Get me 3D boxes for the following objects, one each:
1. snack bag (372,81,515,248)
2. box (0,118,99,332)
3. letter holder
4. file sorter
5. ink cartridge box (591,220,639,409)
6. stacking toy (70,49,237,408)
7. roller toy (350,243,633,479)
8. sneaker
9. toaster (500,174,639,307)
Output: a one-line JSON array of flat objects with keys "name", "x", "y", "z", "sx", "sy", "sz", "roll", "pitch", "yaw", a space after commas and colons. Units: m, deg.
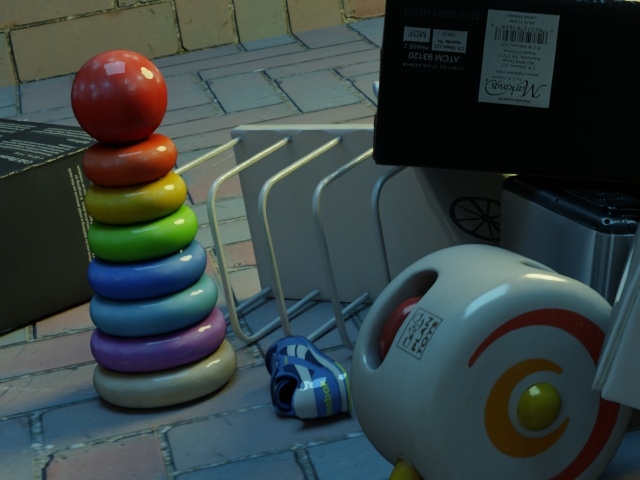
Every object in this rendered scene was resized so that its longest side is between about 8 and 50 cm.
[{"name": "snack bag", "x": 0.243, "y": -0.032, "z": 1.659, "sx": 0.323, "sy": 0.037, "sz": 0.342, "roll": -1, "pitch": 45, "yaw": -24}, {"name": "box", "x": -0.426, "y": -0.015, "z": 2.084, "sx": 0.312, "sy": 0.179, "sz": 0.343, "roll": -21, "pitch": 19, "yaw": -37}, {"name": "letter holder", "x": 0.201, "y": -0.148, "z": 1.539, "sx": 0.301, "sy": 0.152, "sz": 0.214, "roll": 4, "pitch": 13, "yaw": 1}, {"name": "file sorter", "x": 0.000, "y": 0.000, "z": 1.776, "sx": 0.277, "sy": 0.193, "sz": 0.173, "roll": 2, "pitch": 22, "yaw": 34}, {"name": "ink cartridge box", "x": 0.403, "y": 0.048, "z": 1.204, "sx": 0.384, "sy": 0.160, "sz": 0.279, "roll": 17, "pitch": 23, "yaw": 8}, {"name": "stacking toy", "x": -0.174, "y": -0.016, "z": 1.668, "sx": 0.141, "sy": 0.330, "sz": 0.141, "roll": -9, "pitch": 16, "yaw": 3}, {"name": "roller toy", "x": 0.130, "y": 0.108, "z": 1.327, "sx": 0.209, "sy": 0.191, "sz": 0.146, "roll": -16, "pitch": 18, "yaw": -21}, {"name": "sneaker", "x": -0.024, "y": 0.125, "z": 1.607, "sx": 0.059, "sy": 0.053, "sz": 0.144, "roll": -18, "pitch": 17, "yaw": -21}, {"name": "toaster", "x": 0.263, "y": 0.008, "z": 1.477, "sx": 0.168, "sy": 0.110, "sz": 0.185, "roll": -4, "pitch": 17, "yaw": -26}]
